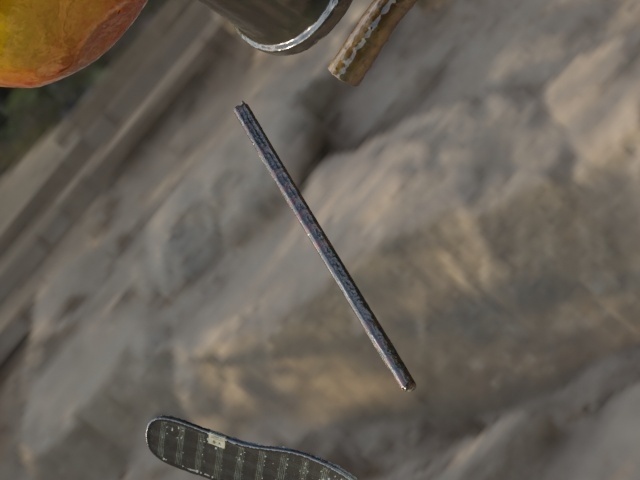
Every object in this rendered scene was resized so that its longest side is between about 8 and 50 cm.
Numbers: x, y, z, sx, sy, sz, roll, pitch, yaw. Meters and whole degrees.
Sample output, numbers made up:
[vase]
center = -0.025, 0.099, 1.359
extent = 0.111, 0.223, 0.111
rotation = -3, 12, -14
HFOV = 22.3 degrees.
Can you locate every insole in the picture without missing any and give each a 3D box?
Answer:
[insole]
center = -0.079, 0.284, 2.003
extent = 0.012, 0.309, 0.110
rotation = -48, -29, -51

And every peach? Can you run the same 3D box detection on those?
[peach]
center = -0.271, -0.300, 1.554
extent = 0.308, 0.289, 0.289
rotation = -17, -13, -34

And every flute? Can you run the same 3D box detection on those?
[flute]
center = 0.000, 0.000, 1.197
extent = 0.014, 0.269, 0.014
rotation = -25, -25, -13

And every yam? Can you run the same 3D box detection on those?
[yam]
center = 0.117, -0.317, 1.868
extent = 0.327, 0.045, 0.045
rotation = -54, 23, 19

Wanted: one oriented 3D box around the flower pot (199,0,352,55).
[flower pot]
center = -0.119, -0.451, 2.244
extent = 0.379, 0.251, 0.379
rotation = -12, 75, 51
